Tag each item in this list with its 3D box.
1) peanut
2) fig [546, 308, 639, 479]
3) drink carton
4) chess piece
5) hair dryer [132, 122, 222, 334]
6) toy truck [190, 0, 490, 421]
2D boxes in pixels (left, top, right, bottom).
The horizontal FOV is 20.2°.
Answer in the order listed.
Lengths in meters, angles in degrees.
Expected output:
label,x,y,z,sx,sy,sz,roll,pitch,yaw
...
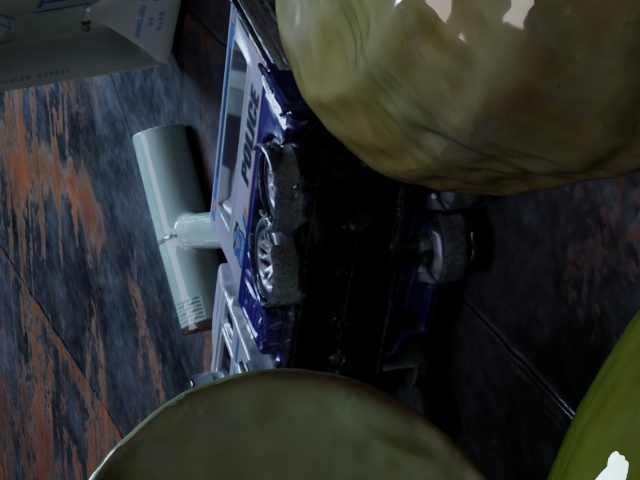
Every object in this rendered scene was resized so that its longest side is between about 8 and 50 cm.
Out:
label,x,y,z,sx,sy,sz,roll,pitch,yaw
peanut,0.070,-0.099,0.735,0.174,0.158,0.340,53,163,-7
fig,0.183,0.091,0.507,0.239,0.239,0.271,1,74,67
drink carton,-0.239,-0.263,1.316,0.324,0.194,0.132,65,152,29
chess piece,-0.032,0.235,0.953,0.442,0.234,0.234,107,146,-71
hair dryer,-0.071,-0.025,1.258,0.183,0.044,0.155,-30,75,61
toy truck,0.000,0.000,0.993,0.155,0.124,0.268,-116,28,-46
